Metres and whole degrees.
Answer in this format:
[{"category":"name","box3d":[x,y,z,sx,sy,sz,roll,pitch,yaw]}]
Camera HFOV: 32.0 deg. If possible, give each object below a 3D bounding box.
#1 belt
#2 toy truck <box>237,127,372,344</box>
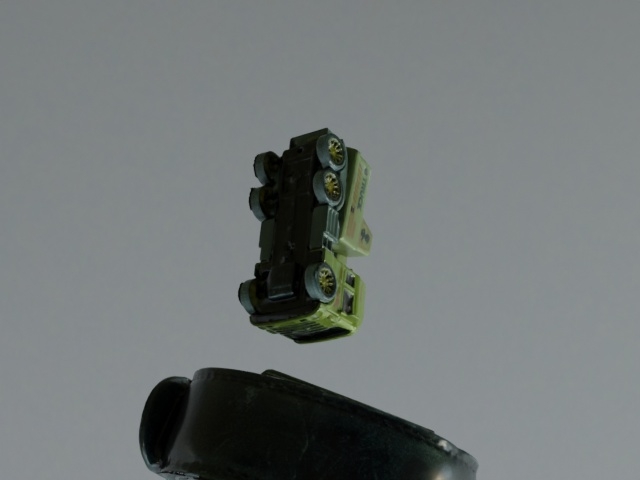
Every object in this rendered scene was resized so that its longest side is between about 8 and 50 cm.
[{"category":"belt","box3d":[-0.010,0.172,0.874,0.268,0.206,0.116,21,-108,-7]},{"category":"toy truck","box3d":[0.000,0.000,0.877,0.077,0.100,0.168,-15,-122,32]}]
